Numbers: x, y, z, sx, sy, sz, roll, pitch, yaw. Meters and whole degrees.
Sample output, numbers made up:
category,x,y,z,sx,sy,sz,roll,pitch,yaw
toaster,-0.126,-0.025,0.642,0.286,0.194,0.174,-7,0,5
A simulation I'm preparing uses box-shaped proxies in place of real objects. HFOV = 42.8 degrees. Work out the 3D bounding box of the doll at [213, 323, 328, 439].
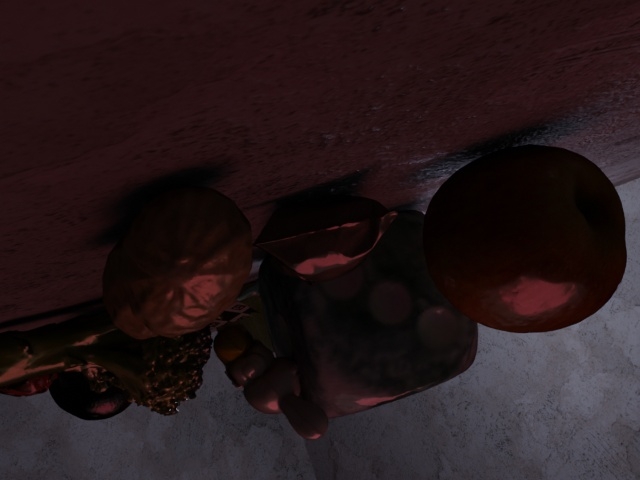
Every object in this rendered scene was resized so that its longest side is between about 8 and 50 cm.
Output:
category,x,y,z,sx,sy,sz,roll,pitch,yaw
doll,-0.094,0.242,1.446,0.111,0.237,0.252,-40,-176,-13

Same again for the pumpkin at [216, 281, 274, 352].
category,x,y,z,sx,sy,sz,roll,pitch,yaw
pumpkin,-0.131,0.191,2.135,0.333,0.199,0.332,-24,180,0

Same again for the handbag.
category,x,y,z,sx,sy,sz,roll,pitch,yaw
handbag,0.000,0.000,1.104,0.183,0.117,0.270,-10,174,-3

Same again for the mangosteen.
category,x,y,z,sx,sy,sz,roll,pitch,yaw
mangosteen,-0.530,0.303,1.907,0.216,0.216,0.216,-18,174,-2

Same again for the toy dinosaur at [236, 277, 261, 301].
category,x,y,z,sx,sy,sz,roll,pitch,yaw
toy dinosaur,-0.134,0.108,1.908,0.242,0.053,0.167,-25,-176,-25

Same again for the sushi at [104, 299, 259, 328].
category,x,y,z,sx,sy,sz,roll,pitch,yaw
sushi,-0.309,0.137,1.700,0.290,0.050,0.264,-19,154,18

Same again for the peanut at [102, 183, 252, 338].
category,x,y,z,sx,sy,sz,roll,pitch,yaw
peanut,-0.154,0.035,0.830,0.120,0.136,0.298,24,159,-17

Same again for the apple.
category,x,y,z,sx,sy,sz,roll,pitch,yaw
apple,0.307,-0.009,1.176,0.309,0.277,0.250,-25,163,-24

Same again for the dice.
category,x,y,z,sx,sy,sz,roll,pitch,yaw
dice,0.090,0.140,1.576,0.348,0.327,0.330,-17,174,-18

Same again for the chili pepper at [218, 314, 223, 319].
category,x,y,z,sx,sy,sz,roll,pitch,yaw
chili pepper,-0.242,0.153,1.679,0.083,0.017,0.030,-8,134,9

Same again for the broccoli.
category,x,y,z,sx,sy,sz,roll,pitch,yaw
broccoli,-0.362,0.178,1.382,0.353,0.274,0.397,-38,148,14

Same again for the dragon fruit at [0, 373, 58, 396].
category,x,y,z,sx,sy,sz,roll,pitch,yaw
dragon fruit,-0.602,0.256,1.651,0.142,0.130,0.121,-20,-151,-11
